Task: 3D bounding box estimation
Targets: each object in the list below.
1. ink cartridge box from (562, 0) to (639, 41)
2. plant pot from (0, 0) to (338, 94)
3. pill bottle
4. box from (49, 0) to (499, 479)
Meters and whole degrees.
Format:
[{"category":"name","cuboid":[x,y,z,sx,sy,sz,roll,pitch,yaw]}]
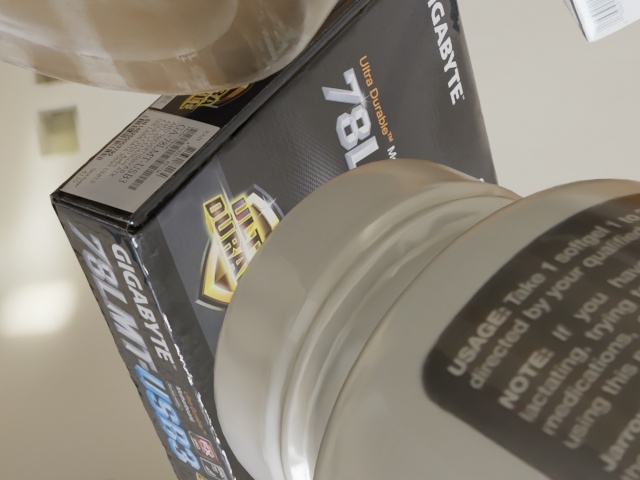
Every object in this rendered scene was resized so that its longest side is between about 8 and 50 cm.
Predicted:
[{"category":"ink cartridge box","cuboid":[0.134,-0.301,1.008,0.165,0.065,0.333,55,12,-44]},{"category":"plant pot","cuboid":[-0.060,-0.216,0.497,0.323,0.323,0.280,46,54,-55]},{"category":"pill bottle","cuboid":[0.109,0.087,0.384,0.176,0.318,0.176,-18,122,-32]},{"category":"box","cuboid":[0.000,0.000,0.878,0.293,0.073,0.296,-45,137,-30]}]
